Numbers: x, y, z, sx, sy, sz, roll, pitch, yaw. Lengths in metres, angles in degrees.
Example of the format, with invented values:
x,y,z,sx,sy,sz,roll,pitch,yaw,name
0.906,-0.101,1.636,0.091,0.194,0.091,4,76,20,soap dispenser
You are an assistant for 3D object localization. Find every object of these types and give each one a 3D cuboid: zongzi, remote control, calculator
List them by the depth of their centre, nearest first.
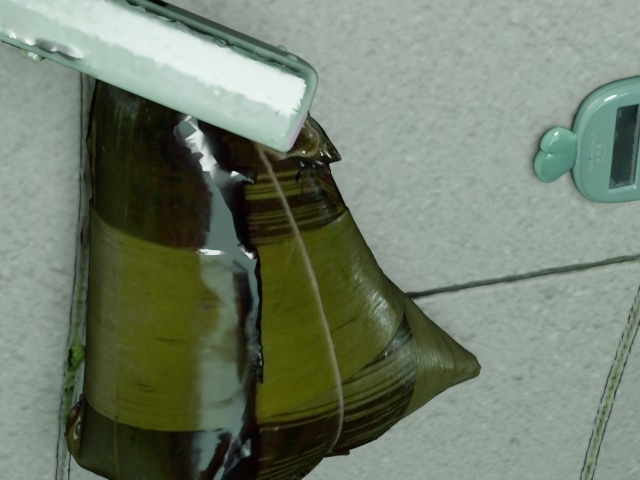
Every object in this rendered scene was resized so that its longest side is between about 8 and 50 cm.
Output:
x,y,z,sx,sy,sz,roll,pitch,yaw,name
-0.166,-0.128,0.886,0.344,0.145,0.050,21,97,-5,remote control
0.000,0.000,1.130,0.318,0.154,0.289,-18,124,-41,zongzi
0.209,-0.066,1.158,0.153,0.021,0.095,-8,131,-6,calculator
